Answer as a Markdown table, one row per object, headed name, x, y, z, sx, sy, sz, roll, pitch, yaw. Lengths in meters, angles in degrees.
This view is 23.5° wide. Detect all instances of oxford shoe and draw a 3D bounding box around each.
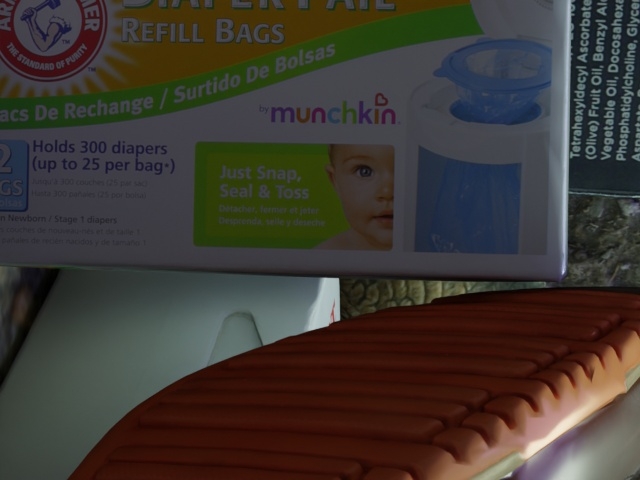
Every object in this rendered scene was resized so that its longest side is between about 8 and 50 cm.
| name | x | y | z | sx | sy | sz | roll | pitch | yaw |
| --- | --- | --- | --- | --- | --- | --- | --- | --- | --- |
| oxford shoe | -0.010 | 0.115 | 0.407 | 0.363 | 0.130 | 0.133 | -29 | 109 | -40 |

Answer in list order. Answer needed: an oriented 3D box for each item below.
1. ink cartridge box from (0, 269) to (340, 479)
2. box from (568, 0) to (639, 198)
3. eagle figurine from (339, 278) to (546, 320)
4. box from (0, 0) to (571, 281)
| name | x | y | z | sx | sy | sz | roll | pitch | yaw |
| --- | --- | --- | --- | --- | --- | --- | --- | --- | --- |
| ink cartridge box | -0.057 | 0.157 | 0.648 | 0.201 | 0.117 | 0.278 | -76 | 167 | -57 |
| box | 0.062 | -0.155 | 0.746 | 0.343 | 0.312 | 0.179 | -73 | 164 | -70 |
| eagle figurine | 0.002 | 0.081 | 0.934 | 0.298 | 0.225 | 0.226 | -171 | -86 | -85 |
| box | -0.018 | -0.044 | 0.536 | 0.103 | 0.203 | 0.114 | 5 | 86 | -85 |
